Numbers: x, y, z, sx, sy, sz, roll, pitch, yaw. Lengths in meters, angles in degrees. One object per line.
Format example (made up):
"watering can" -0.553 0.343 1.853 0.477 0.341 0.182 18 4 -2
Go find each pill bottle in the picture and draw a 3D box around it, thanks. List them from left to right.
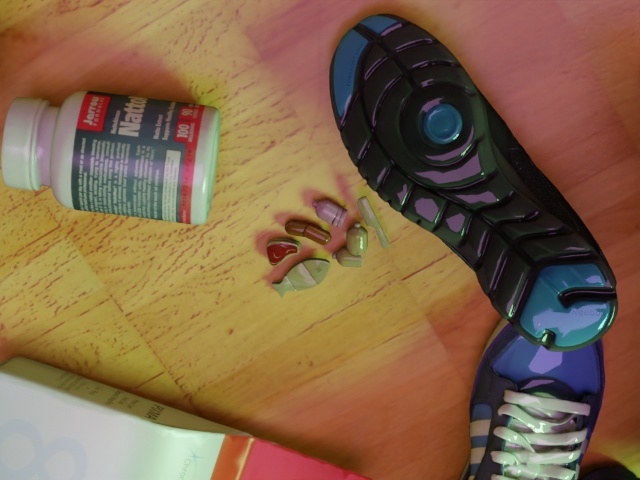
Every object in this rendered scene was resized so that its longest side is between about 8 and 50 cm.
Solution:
"pill bottle" -0.183 -0.076 1.132 0.180 0.108 0.107 7 111 -2

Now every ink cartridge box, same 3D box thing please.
"ink cartridge box" -0.175 0.318 1.239 0.385 0.091 0.308 19 96 2

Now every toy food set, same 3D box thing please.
"toy food set" 0.000 0.000 1.209 0.122 0.019 0.078 -21 110 17

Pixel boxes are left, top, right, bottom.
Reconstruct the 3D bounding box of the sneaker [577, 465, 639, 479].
"sneaker" 0.360 0.353 1.283 0.286 0.130 0.109 37 106 -14

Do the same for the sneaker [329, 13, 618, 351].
"sneaker" 0.130 -0.049 1.135 0.125 0.140 0.340 -37 86 13

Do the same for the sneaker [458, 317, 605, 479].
"sneaker" 0.197 0.231 1.179 0.130 0.236 0.322 14 111 -5
